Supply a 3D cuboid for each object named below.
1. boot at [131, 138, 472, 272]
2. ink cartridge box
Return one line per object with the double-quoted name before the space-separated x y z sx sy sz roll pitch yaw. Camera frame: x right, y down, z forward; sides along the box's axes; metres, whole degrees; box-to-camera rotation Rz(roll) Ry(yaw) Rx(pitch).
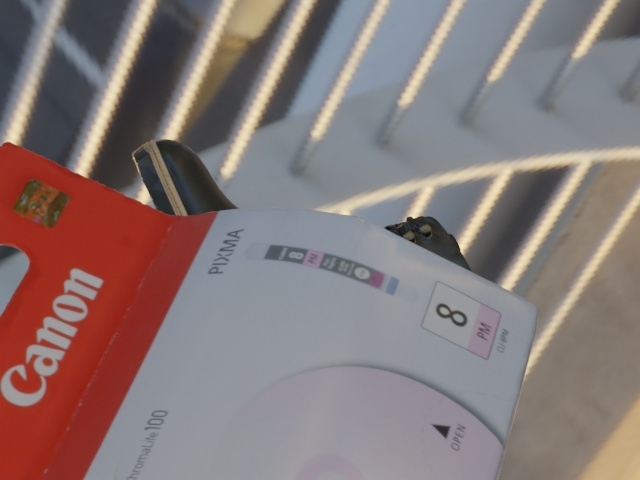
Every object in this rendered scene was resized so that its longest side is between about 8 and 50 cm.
"boot" 0.000 0.000 1.089 0.198 0.137 0.077 55 -177 -20
"ink cartridge box" -0.042 0.049 0.759 0.232 0.189 0.066 29 132 -6
